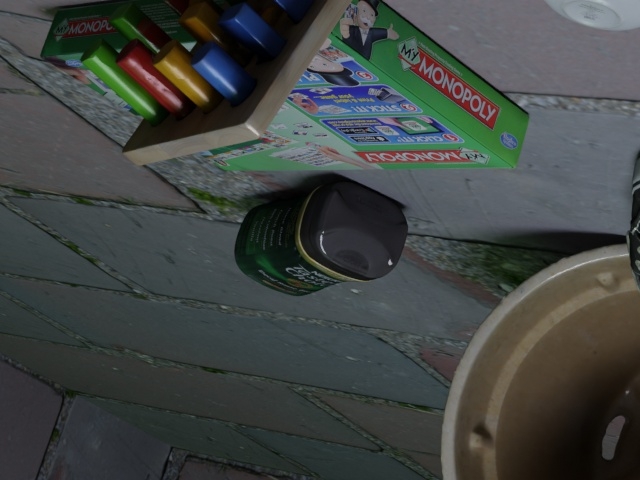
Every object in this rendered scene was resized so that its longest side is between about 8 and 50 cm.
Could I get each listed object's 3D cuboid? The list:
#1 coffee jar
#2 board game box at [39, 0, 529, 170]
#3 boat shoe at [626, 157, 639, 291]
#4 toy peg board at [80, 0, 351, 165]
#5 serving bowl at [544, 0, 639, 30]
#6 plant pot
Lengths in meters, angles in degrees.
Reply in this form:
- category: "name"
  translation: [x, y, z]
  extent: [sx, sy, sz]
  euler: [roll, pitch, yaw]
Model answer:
- category: "coffee jar"
  translation: [0.000, 0.000, 1.690]
  extent: [0.096, 0.079, 0.184]
  euler: [24, 163, -21]
- category: "board game box"
  translation: [-0.032, -0.115, 1.392]
  extent: [0.317, 0.046, 0.213]
  euler: [1, 158, 45]
- category: "boat shoe"
  translation: [0.270, -0.001, 1.404]
  extent: [0.078, 0.070, 0.219]
  euler: [13, 164, 17]
- category: "toy peg board"
  translation: [-0.065, -0.139, 1.162]
  extent: [0.079, 0.161, 0.161]
  euler: [42, 156, -23]
- category: "serving bowl"
  translation: [0.164, -0.146, 1.104]
  extent: [0.083, 0.027, 0.083]
  euler: [17, 165, 5]
- category: "plant pot"
  translation: [0.309, 0.192, 1.642]
  extent: [0.334, 0.334, 0.305]
  euler: [11, 174, 23]
